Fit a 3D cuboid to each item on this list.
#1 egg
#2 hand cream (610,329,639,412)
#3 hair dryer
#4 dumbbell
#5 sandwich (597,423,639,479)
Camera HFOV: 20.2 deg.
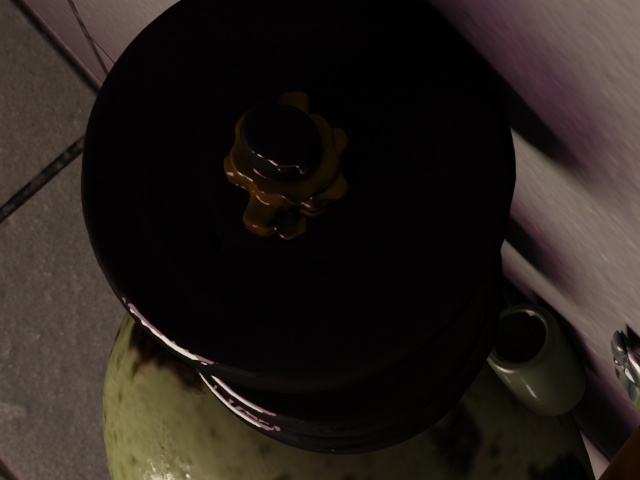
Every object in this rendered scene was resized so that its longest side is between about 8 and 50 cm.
[{"bbox_3d":[0.028,0.152,1.190,0.379,0.287,0.287,38,176,-7],"label":"egg"},{"bbox_3d":[0.221,0.146,0.901,0.235,0.055,0.086,54,175,21],"label":"hand cream"},{"bbox_3d":[0.102,0.040,1.095,0.150,0.047,0.071,52,179,38],"label":"hair dryer"},{"bbox_3d":[0.000,0.000,0.874,0.185,0.185,0.388,47,175,12],"label":"dumbbell"},{"bbox_3d":[0.150,0.148,0.611,0.155,0.198,0.227,48,174,-5],"label":"sandwich"}]
